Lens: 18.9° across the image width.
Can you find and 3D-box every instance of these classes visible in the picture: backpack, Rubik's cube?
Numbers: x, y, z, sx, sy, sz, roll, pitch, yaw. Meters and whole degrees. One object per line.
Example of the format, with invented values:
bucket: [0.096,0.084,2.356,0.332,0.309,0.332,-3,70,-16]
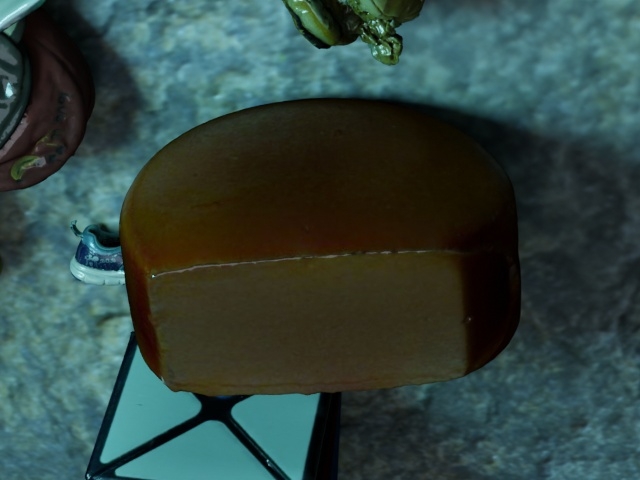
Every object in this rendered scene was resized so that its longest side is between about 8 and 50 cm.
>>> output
backpack: [-0.328,-0.145,1.875,0.229,0.139,0.229,0,115,1]
Rubik's cube: [-0.111,0.265,2.117,0.250,0.246,0.248,5,132,7]

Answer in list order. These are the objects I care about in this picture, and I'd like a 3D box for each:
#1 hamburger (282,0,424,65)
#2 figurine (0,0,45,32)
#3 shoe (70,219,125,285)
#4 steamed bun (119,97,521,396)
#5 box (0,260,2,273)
hamburger: [0.034,-0.239,1.698,0.131,0.159,0.185,-16,107,20]
figurine: [-0.362,-0.345,1.630,0.323,0.231,0.340,-48,127,-2]
shoe: [-0.195,0.010,2.037,0.143,0.064,0.071,2,113,3]
steamed bun: [0.000,0.000,1.857,0.379,0.248,0.235,-5,133,2]
box: [-0.431,0.003,2.100,0.156,0.022,0.089,3,132,9]
